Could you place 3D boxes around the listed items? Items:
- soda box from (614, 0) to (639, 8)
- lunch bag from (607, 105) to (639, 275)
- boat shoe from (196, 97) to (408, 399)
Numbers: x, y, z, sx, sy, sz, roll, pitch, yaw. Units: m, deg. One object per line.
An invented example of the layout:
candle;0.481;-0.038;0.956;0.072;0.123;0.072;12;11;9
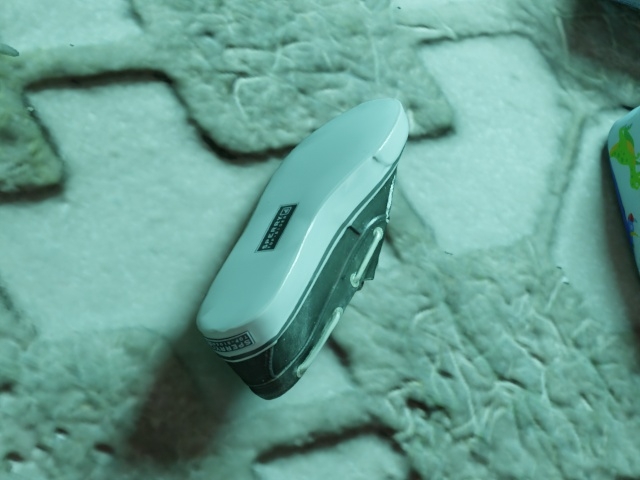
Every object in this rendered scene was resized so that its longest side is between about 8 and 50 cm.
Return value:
soda box;0.344;-0.204;0.909;0.263;0.092;0.083;16;82;-6
lunch bag;0.330;-0.030;0.860;0.219;0.090;0.176;-3;73;-20
boat shoe;0.000;0.000;0.739;0.070;0.078;0.219;56;51;-32
